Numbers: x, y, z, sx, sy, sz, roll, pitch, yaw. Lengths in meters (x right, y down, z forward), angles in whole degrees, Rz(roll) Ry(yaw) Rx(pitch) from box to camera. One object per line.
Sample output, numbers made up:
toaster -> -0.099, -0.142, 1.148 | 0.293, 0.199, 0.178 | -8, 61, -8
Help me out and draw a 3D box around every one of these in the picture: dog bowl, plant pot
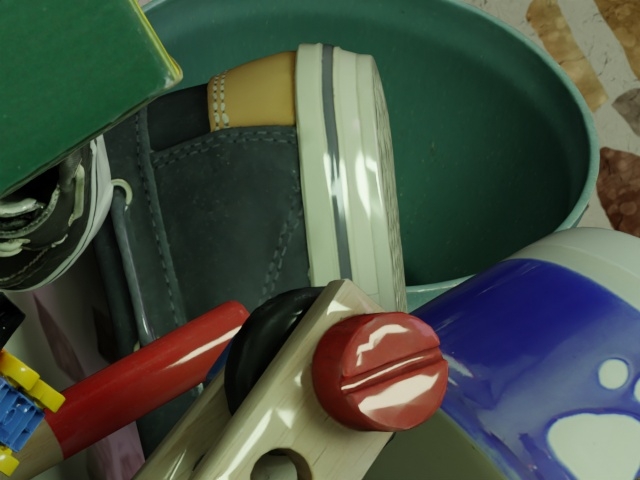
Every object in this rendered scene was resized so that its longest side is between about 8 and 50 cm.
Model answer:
dog bowl -> 0.109, 0.134, 0.681 | 0.265, 0.104, 0.265 | 52, -21, 29
plant pot -> 0.000, 0.000, 1.109 | 0.293, 0.293, 0.196 | -101, -165, -47

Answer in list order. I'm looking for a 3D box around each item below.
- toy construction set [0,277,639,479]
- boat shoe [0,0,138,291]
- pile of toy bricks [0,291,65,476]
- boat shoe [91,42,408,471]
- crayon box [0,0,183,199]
toy construction set -> -0.053, 0.152, 0.593 | 0.309, 0.237, 0.257 | 38, -30, 52
boat shoe -> -0.119, -0.035, 0.693 | 0.219, 0.077, 0.070 | 110, 3, -55
pile of toy bricks -> -0.156, 0.031, 0.517 | 0.105, 0.118, 0.212 | 32, -12, 16
boat shoe -> -0.027, 0.162, 0.874 | 0.187, 0.156, 0.500 | -57, 142, -84
crayon box -> -0.167, -0.176, 0.482 | 0.202, 0.081, 0.318 | 52, -7, 46
